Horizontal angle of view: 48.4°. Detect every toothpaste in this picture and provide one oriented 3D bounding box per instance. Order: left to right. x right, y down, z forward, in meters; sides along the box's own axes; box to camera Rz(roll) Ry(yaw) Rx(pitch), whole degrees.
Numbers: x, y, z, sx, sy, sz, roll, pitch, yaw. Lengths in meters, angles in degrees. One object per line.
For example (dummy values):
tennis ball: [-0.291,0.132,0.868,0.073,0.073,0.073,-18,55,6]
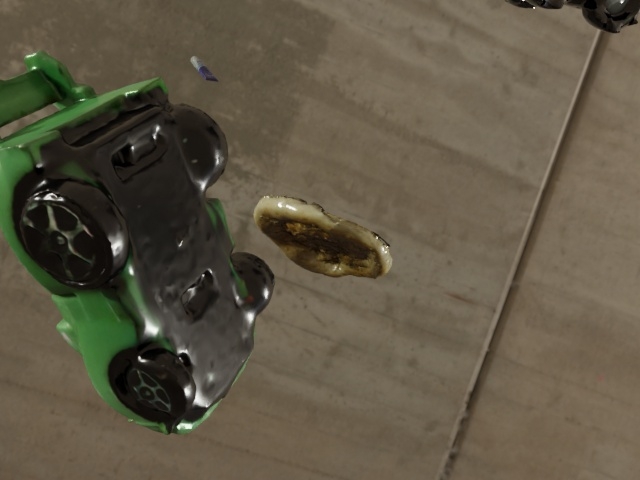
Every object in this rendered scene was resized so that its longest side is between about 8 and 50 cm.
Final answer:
toothpaste: [-0.195,-0.285,1.193,0.024,0.015,0.083,0,37,-35]

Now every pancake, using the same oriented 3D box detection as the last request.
pancake: [0.001,-0.001,1.349,0.282,0.049,0.282,20,-22,9]

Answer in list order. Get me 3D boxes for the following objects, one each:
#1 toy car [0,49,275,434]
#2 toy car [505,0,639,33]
toy car: [-0.185,-0.001,0.669,0.176,0.359,0.213,-5,27,26]
toy car: [0.255,-0.344,0.765,0.255,0.190,0.188,2,27,-34]
